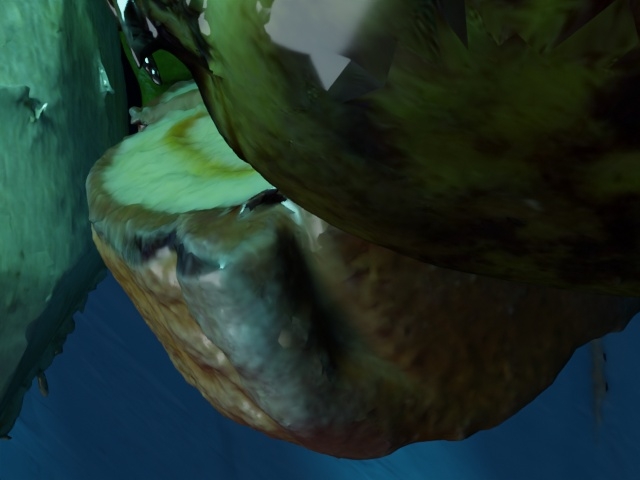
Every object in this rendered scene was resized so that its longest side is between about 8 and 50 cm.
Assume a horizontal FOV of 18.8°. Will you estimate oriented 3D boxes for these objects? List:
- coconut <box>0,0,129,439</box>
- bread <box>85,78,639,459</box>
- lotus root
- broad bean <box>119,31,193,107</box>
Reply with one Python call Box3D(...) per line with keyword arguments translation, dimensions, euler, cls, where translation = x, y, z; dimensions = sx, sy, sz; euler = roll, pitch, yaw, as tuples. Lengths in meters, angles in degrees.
Box3D(translation=(-0.265, -0.052, 1.022), dimensions=(0.346, 0.346, 0.360), euler=(-10, 85, 64), cls="coconut")
Box3D(translation=(0.011, -0.005, 0.752), dimensions=(0.244, 0.190, 0.123), euler=(27, 140, 67), cls="bread")
Box3D(translation=(0.081, -0.066, 0.487), dimensions=(0.314, 0.141, 0.169), euler=(10, 130, -3), cls="lotus root")
Box3D(translation=(-0.080, -0.081, 0.990), dimensions=(0.052, 0.052, 0.256), euler=(9, 137, 16), cls="broad bean")
